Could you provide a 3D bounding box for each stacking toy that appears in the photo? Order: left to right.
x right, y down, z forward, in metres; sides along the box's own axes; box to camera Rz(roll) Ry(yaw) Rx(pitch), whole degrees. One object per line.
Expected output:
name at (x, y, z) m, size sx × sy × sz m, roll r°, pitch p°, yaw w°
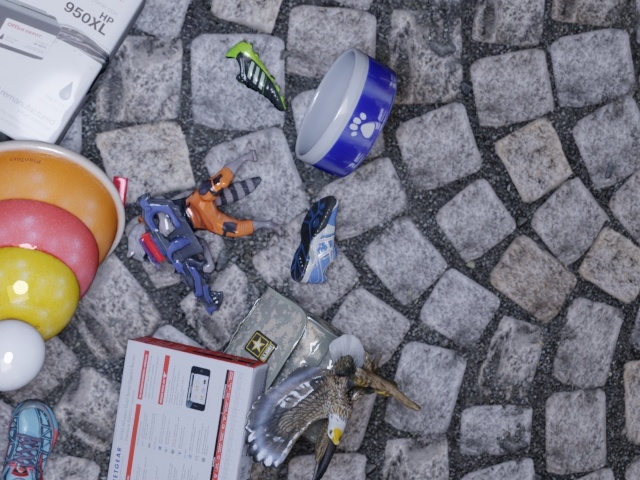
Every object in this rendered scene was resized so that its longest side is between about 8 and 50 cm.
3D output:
stacking toy at (-0.555, 0.076, 1.553) m, size 0.351 × 0.479 × 0.350 m, roll -3°, pitch 132°, yaw -3°

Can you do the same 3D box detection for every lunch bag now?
lunch bag at (-0.068, 0.267, 1.887) m, size 0.287 × 0.169 × 0.235 m, roll 33°, pitch 90°, yaw -8°

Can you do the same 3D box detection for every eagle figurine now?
eagle figurine at (0.012, 0.357, 1.742) m, size 0.298 × 0.225 × 0.226 m, roll -40°, pitch 81°, yaw 22°

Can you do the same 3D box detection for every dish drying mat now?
dish drying mat at (-0.439, -0.097, 1.843) m, size 0.032 × 0.008 × 0.083 m, roll 7°, pitch 93°, yaw -13°

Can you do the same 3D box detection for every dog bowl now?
dog bowl at (0.052, -0.272, 1.817) m, size 0.104 × 0.265 × 0.264 m, roll 25°, pitch 89°, yaw -17°

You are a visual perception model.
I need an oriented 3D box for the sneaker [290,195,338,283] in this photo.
sneaker at (0.000, 0.000, 1.933) m, size 0.081 × 0.080 × 0.211 m, roll 18°, pitch 93°, yaw -32°

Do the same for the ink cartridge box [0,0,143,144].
ink cartridge box at (-0.572, -0.406, 1.702) m, size 0.286 × 0.166 × 0.394 m, roll 31°, pitch 87°, yaw -15°

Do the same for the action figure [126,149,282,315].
action figure at (-0.259, -0.017, 1.849) m, size 0.330 × 0.178 × 0.341 m, roll -19°, pitch 126°, yaw -5°

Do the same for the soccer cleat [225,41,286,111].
soccer cleat at (-0.141, -0.354, 1.873) m, size 0.072 × 0.060 × 0.178 m, roll -34°, pitch 95°, yaw 1°

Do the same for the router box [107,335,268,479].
router box at (-0.287, 0.397, 1.811) m, size 0.301 × 0.082 × 0.335 m, roll 11°, pitch 93°, yaw 18°

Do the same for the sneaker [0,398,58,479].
sneaker at (-0.618, 0.469, 1.789) m, size 0.104 × 0.125 × 0.261 m, roll 8°, pitch 93°, yaw -15°
